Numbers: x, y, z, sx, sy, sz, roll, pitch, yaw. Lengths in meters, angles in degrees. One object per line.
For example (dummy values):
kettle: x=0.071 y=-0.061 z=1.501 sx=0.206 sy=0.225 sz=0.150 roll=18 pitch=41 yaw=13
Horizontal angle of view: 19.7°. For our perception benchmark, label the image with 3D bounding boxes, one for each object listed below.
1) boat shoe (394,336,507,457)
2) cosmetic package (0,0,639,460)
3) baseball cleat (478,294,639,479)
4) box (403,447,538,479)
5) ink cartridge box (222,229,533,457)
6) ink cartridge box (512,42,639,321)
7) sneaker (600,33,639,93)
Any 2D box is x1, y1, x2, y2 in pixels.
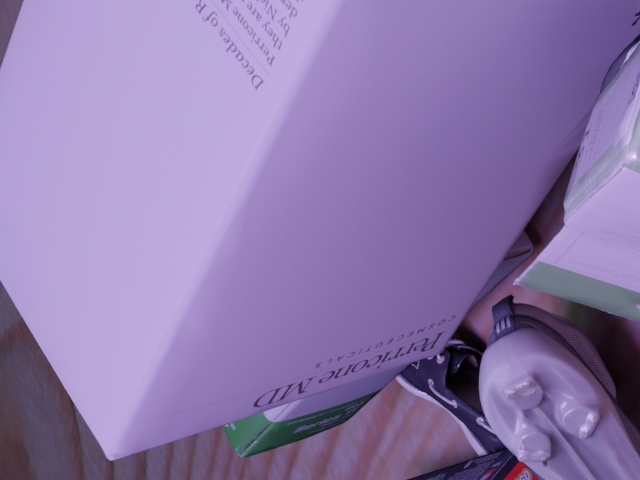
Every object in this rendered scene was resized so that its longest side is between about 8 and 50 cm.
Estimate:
boat shoe: x=0.078 y=0.076 z=1.016 sx=0.125 sy=0.046 sz=0.038 roll=49 pitch=152 yaw=31
cosmetic package: x=0.010 y=-0.096 z=0.711 sx=0.155 sy=0.197 sz=0.365 roll=54 pitch=141 yaw=25
baseball cleat: x=0.144 y=0.113 z=0.894 sx=0.206 sy=0.072 sz=0.109 roll=59 pitch=-162 yaw=-21
box: x=0.098 y=0.177 z=1.030 sx=0.114 sy=0.036 sz=0.207 roll=47 pitch=157 yaw=-4
ink cartridge box: x=0.000 y=0.000 z=0.991 sx=0.208 sy=0.087 sz=0.153 roll=-46 pitch=64 yaw=48
ink cartridge box: x=0.165 y=-0.001 z=0.611 sx=0.235 sy=0.171 sz=0.056 roll=102 pitch=-175 yaw=-82
sneaker: x=0.182 y=-0.063 z=0.603 sx=0.121 sy=0.099 sz=0.262 roll=49 pitch=160 yaw=10
